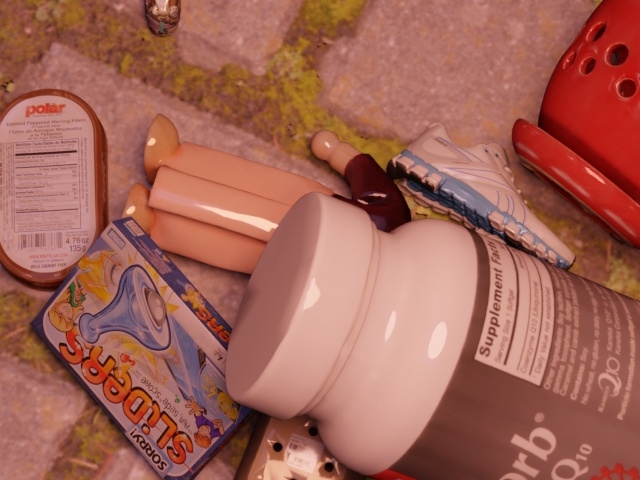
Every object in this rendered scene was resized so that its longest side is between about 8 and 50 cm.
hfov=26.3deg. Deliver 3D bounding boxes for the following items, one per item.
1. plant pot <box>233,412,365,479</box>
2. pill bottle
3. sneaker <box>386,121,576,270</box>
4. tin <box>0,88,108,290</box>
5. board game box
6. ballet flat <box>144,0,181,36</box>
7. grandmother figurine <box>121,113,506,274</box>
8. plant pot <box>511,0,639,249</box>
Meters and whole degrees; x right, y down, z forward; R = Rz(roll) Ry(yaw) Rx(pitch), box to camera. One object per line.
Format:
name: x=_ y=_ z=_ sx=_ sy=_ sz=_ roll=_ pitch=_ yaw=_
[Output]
plant pot: x=-0.015 y=0.190 z=1.167 sx=0.109 sy=0.096 sz=0.109 roll=21 pitch=76 yaw=5
pill bottle: x=0.123 y=0.106 z=1.080 sx=0.363 sy=0.210 sz=0.210 roll=22 pitch=75 yaw=-16
sneaker: x=0.159 y=-0.044 z=1.249 sx=0.190 sy=0.071 sz=0.083 roll=36 pitch=72 yaw=8
tin: x=-0.249 y=-0.049 z=1.263 sx=0.106 sy=0.040 sz=0.190 roll=-3 pitch=75 yaw=-6
board game box: x=-0.145 y=0.098 z=1.187 sx=0.201 sy=0.035 sz=0.136 roll=46 pitch=115 yaw=11
ballet flat: x=-0.150 y=-0.255 z=1.316 sx=0.041 sy=0.041 sz=0.114 roll=-1 pitch=75 yaw=-1
grandmother figurine: x=0.000 y=0.000 z=1.220 sx=0.342 sy=0.104 sz=0.208 roll=14 pitch=84 yaw=6
plant pot: x=0.278 y=-0.098 z=1.192 sx=0.191 sy=0.191 sz=0.174 roll=39 pitch=94 yaw=9
